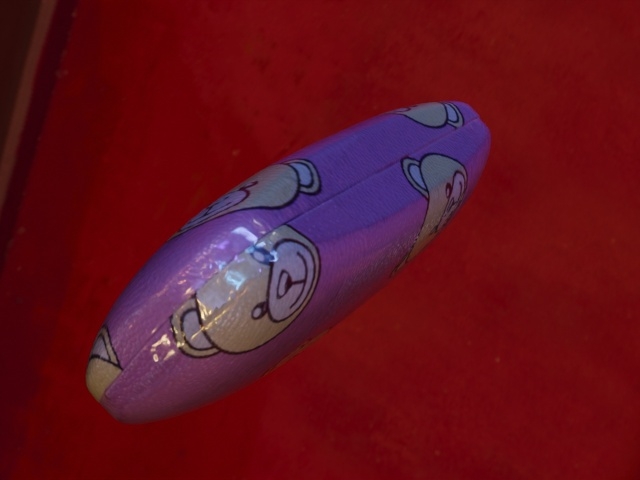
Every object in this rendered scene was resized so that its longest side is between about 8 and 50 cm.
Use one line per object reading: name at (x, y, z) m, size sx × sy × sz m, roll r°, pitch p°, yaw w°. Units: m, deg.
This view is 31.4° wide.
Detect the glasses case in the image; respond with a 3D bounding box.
glasses case at (0.000, 0.000, 0.573) m, size 0.076 × 0.316 × 0.123 m, roll 47°, pitch 120°, yaw 7°
